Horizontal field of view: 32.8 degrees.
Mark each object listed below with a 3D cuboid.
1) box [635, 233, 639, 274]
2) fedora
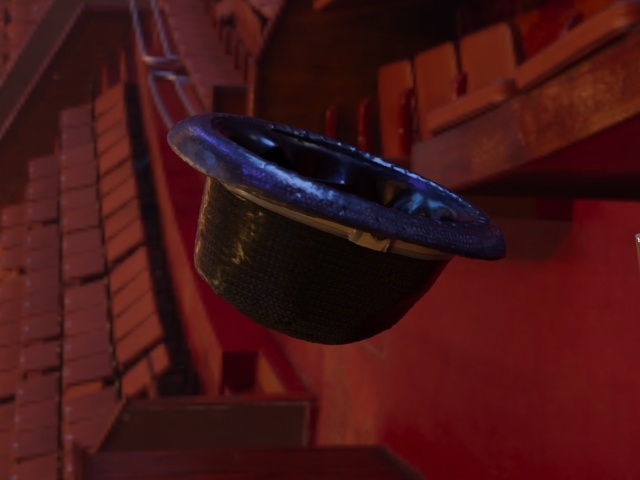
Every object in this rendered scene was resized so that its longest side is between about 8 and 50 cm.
[{"bbox_3d":[0.397,0.104,1.218,0.201,0.021,0.164,-89,-15,-64],"label":"box"},{"bbox_3d":[0.000,0.000,1.015,0.334,0.334,0.152,-123,53,-66],"label":"fedora"}]
